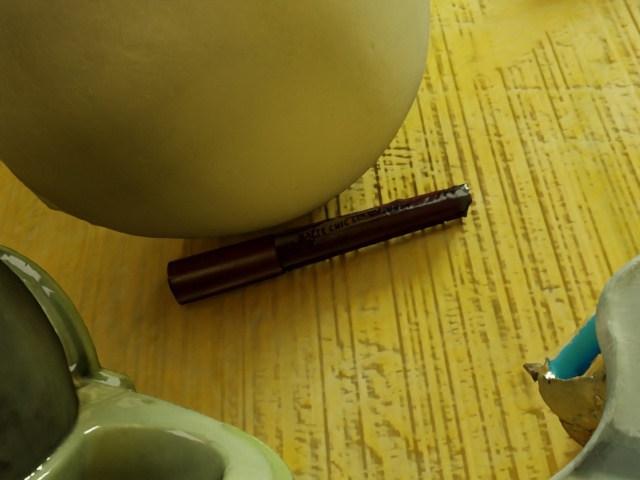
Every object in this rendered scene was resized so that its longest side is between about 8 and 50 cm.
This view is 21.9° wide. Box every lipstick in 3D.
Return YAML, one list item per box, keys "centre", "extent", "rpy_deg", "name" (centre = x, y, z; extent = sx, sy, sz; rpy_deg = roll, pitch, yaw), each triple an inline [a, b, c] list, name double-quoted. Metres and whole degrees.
- centre: [0.000, 0.000, 0.924]
  extent: [0.177, 0.027, 0.027]
  rpy_deg: [-17, 32, 9]
  name: "lipstick"

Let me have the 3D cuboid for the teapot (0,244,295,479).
- centre: [-0.178, 0.077, 0.722]
  extent: [0.322, 0.239, 0.239]
  rpy_deg: [-13, 4, 31]
  name: "teapot"

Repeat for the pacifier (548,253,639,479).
- centre: [0.192, 0.053, 0.547]
  extent: [0.227, 0.207, 0.279]
  rpy_deg: [10, 42, 18]
  name: "pacifier"

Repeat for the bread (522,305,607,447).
- centre: [0.147, 0.047, 0.731]
  extent: [0.106, 0.053, 0.072]
  rpy_deg: [-44, 13, -34]
  name: "bread"

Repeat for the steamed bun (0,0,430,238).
- centre: [-0.066, -0.160, 0.922]
  extent: [0.206, 0.324, 0.324]
  rpy_deg: [-17, 30, 31]
  name: "steamed bun"
